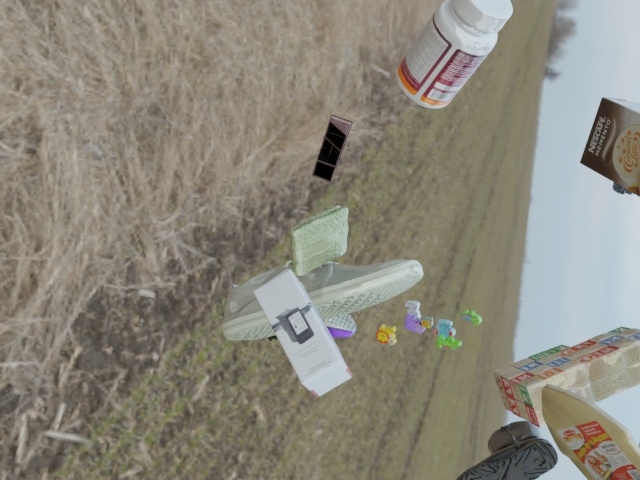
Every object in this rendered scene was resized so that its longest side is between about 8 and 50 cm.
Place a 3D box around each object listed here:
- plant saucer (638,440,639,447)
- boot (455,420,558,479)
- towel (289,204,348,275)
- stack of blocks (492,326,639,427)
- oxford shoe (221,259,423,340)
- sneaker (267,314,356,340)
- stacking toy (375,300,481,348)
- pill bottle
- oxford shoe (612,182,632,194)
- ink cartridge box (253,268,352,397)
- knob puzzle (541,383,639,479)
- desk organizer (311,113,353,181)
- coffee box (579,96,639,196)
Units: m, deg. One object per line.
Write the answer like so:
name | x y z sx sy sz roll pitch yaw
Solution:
plant saucer | 0.571 0.389 1.188 0.036 0.198 0.199 -59 -176 41
boot | 0.403 0.500 1.704 0.094 0.246 0.207 61 2 3
towel | 0.000 0.000 1.454 0.148 0.027 0.110 -25 123 -38
stack of blocks | 0.533 0.273 1.571 0.171 0.297 0.087 -178 -112 -81
oxford shoe | -0.013 0.094 1.531 0.169 0.449 0.130 25 52 -59
sneaker | -0.036 0.278 2.317 0.102 0.293 0.146 -56 151 -63
stacking toy | 0.271 0.217 1.882 0.167 0.221 0.052 -33 123 -52
pill bottle | 0.234 -0.347 1.341 0.221 0.121 0.121 -52 -167 48
oxford shoe | 0.767 -0.167 1.678 0.083 0.227 0.096 44 54 -45
ink cartridge box | -0.023 0.129 1.046 0.150 0.063 0.109 59 -1 24
knob puzzle | 0.389 0.278 1.073 0.030 0.213 0.213 -35 143 -19
desk organizer | 0.023 -0.186 1.546 0.050 0.047 0.130 -71 180 -46
coffee box | 0.606 -0.157 1.386 0.246 0.098 0.141 -128 -135 -57
